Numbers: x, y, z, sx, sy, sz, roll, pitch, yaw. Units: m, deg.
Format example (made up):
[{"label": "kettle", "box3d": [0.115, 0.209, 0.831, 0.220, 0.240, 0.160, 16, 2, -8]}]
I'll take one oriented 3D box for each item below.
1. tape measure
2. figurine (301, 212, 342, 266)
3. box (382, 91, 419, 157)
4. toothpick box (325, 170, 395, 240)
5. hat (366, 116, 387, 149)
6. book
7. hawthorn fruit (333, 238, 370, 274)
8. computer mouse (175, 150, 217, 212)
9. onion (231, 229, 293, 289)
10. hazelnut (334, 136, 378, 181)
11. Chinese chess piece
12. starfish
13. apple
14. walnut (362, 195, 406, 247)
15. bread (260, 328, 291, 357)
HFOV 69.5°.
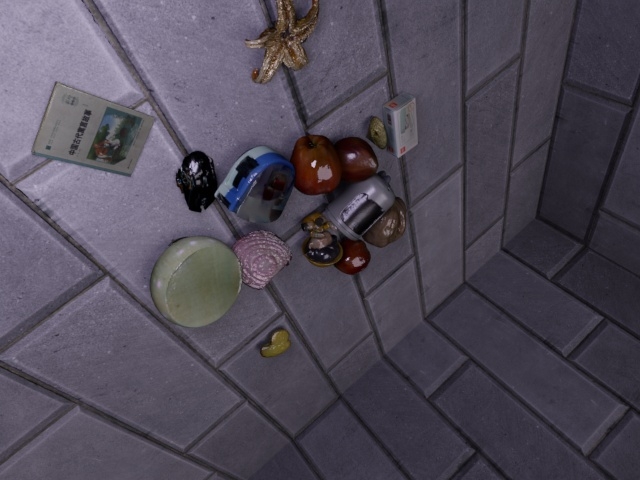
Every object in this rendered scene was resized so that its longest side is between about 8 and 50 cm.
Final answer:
[{"label": "tape measure", "box3d": [-0.223, -0.208, 1.672, 0.262, 0.138, 0.259, -62, 155, 12]}, {"label": "figurine", "box3d": [-0.002, -0.001, 2.102, 0.192, 0.167, 0.257, -24, 114, -23]}, {"label": "box", "box3d": [0.364, -0.515, 2.075, 0.135, 0.079, 0.269, -36, 141, -16]}, {"label": "toothpick box", "box3d": [0.192, -0.179, 2.070, 0.316, 0.229, 0.229, -45, 145, 12]}, {"label": "hat", "box3d": [0.226, -0.459, 2.008, 0.146, 0.067, 0.146, 18, 67, -50]}, {"label": "book", "box3d": [-0.632, -0.301, 1.304, 0.282, 0.025, 0.215, 8, 118, -50]}, {"label": "hawthorn fruit", "box3d": [0.134, 0.086, 2.325, 0.235, 0.181, 0.181, -18, 136, -16]}, {"label": "computer mouse", "box3d": [-0.413, -0.194, 1.579, 0.146, 0.077, 0.242, -23, 137, -28]}, {"label": "onion", "box3d": [-0.267, 0.054, 1.935, 0.250, 0.111, 0.247, -43, 122, 10]}, {"label": "hazelnut", "box3d": [0.151, -0.332, 1.918, 0.208, 0.208, 0.208, -27, 138, -27]}, {"label": "Chinese chess piece", "box3d": [-0.462, 0.152, 1.729, 0.349, 0.146, 0.350, -22, 123, -38]}, {"label": "starfish", "box3d": [-0.127, -0.645, 1.442, 0.312, 0.113, 0.303, -34, 145, -33]}, {"label": "apple", "box3d": [-0.020, -0.284, 1.782, 0.234, 0.234, 0.234, -27, 138, -27]}, {"label": "walnut", "box3d": [0.303, -0.103, 2.258, 0.273, 0.227, 0.273, -29, 143, -25]}, {"label": "bread", "box3d": [-0.244, 0.532, 2.420, 0.187, 0.065, 0.150, -19, 124, -30]}]
